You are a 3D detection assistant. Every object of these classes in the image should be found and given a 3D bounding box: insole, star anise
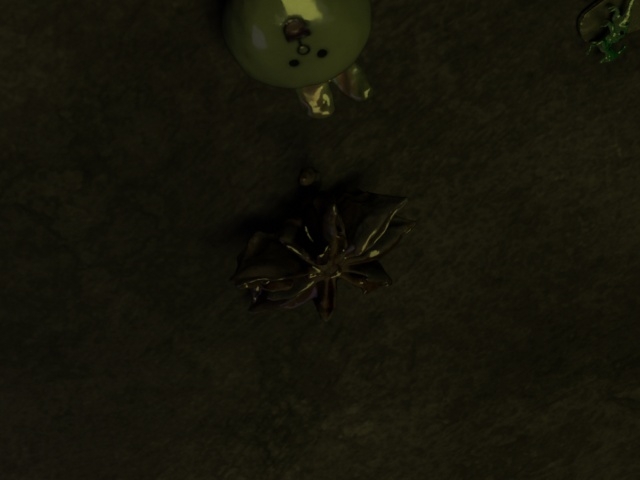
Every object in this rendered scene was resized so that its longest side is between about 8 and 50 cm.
[{"bbox_3d":[0.352,-0.252,1.538,0.192,0.010,0.063,-20,132,-5],"label":"insole"},{"bbox_3d":[0.000,-0.001,1.544,0.209,0.089,0.231,-10,137,-31],"label":"star anise"}]

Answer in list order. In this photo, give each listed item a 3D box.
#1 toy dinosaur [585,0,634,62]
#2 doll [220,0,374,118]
[{"bbox_3d":[0.306,-0.213,1.531,0.083,0.021,0.062,-32,139,11],"label":"toy dinosaur"},{"bbox_3d":[-0.030,-0.227,1.339,0.155,0.113,0.275,-23,140,8],"label":"doll"}]
